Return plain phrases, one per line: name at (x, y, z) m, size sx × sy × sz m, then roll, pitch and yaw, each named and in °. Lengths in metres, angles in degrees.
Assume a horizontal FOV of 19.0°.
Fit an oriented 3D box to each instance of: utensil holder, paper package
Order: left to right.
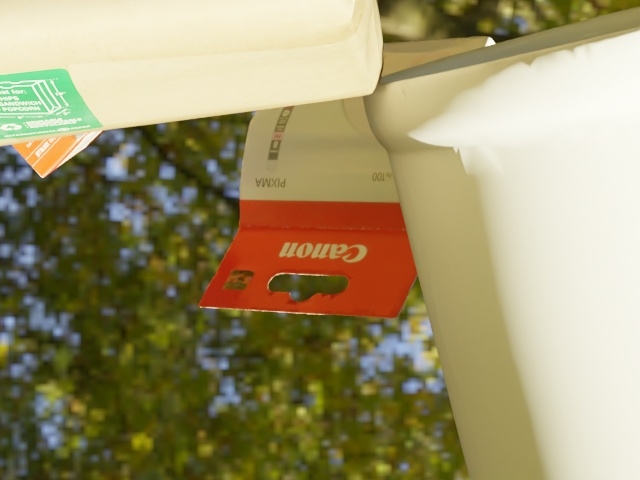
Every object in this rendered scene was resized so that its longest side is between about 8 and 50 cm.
paper package at (-0.137, -0.213, 0.992) m, size 0.168 × 0.324 × 0.309 m, roll 67°, pitch 18°, yaw -72°
utensil holder at (0.228, 0.057, 1.085) m, size 0.327 × 0.327 × 0.385 m, roll -7°, pitch -80°, yaw 51°

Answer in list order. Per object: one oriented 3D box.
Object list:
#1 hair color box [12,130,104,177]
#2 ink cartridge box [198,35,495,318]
hair color box at (-0.235, -0.138, 1.469) m, size 0.167 × 0.093 × 0.053 m, roll 46°, pitch -60°, yaw -2°
ink cartridge box at (0.017, -0.052, 1.429) m, size 0.189 × 0.066 × 0.232 m, roll 1°, pitch -134°, yaw 36°
